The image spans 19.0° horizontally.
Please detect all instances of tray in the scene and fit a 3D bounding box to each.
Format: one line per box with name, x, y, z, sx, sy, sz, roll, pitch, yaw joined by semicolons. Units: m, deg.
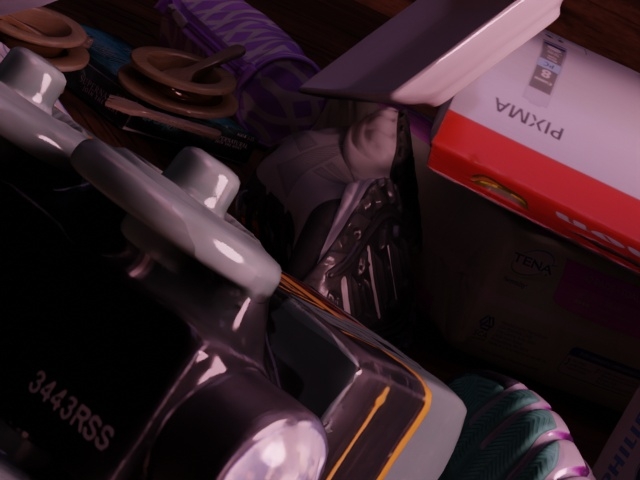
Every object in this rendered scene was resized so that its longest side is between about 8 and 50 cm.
tray;0.074;-0.125;1.213;0.030;0.145;0.270;54;-7;-11

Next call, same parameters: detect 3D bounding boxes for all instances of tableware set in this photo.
tableware set;-0.145;-0.131;1.302;0.194;0.039;0.128;17;22;-4

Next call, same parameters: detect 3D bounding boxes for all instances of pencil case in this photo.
pencil case;-0.066;-0.146;1.546;0.088;0.086;0.206;43;0;-35

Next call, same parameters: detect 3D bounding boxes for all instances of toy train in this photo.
toy train;-0.102;0.013;0.689;0.334;0.142;0.190;33;1;36

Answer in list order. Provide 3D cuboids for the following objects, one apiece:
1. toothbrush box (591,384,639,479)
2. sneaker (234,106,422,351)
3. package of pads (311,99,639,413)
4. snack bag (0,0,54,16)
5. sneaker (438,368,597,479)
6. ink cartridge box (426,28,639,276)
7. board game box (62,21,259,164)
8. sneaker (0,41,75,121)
toothbrush box;0.310;0.110;0.981;0.283;0.206;0.122;22;13;-27
sneaker;0.000;0.000;1.093;0.108;0.100;0.271;-6;18;7
package of pads;0.136;0.008;1.298;0.229;0.101;0.296;20;14;-29
snack bag;-0.254;-0.130;0.743;0.343;0.037;0.323;5;-2;-28
sneaker;0.101;0.139;0.766;0.098;0.083;0.223;45;6;-32
ink cartridge box;0.226;-0.042;1.240;0.308;0.091;0.385;26;11;1
board game box;-0.146;-0.117;1.395;0.126;0.026;0.186;14;17;-49
sneaker;-0.205;-0.093;1.084;0.191;0.071;0.083;43;11;26
